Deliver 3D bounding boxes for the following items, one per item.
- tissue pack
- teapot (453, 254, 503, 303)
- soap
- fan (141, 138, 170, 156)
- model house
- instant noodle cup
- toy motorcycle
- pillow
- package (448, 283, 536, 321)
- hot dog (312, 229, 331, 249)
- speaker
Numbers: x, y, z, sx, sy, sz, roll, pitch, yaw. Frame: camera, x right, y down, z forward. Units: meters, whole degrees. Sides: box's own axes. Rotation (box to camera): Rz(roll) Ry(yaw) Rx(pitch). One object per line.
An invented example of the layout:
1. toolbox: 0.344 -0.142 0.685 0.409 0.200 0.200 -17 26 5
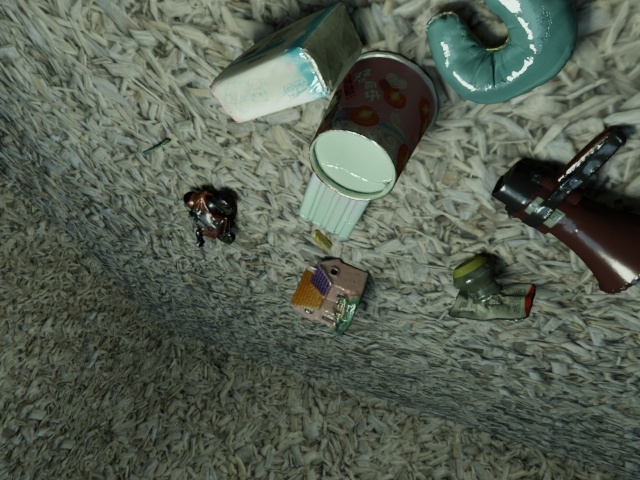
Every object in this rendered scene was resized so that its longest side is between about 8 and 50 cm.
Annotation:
1. tissue pack: -0.070 -0.358 0.935 0.271 0.201 0.124 -3 131 39
2. teapot: 0.454 0.113 1.321 0.119 0.130 0.166 57 180 3
3. soap: 0.053 -0.136 1.273 0.172 0.095 0.289 27 149 1
4. fan: -0.564 -0.312 1.533 0.193 0.038 0.016 -8 123 46
5. model house: 0.027 0.199 1.686 0.237 0.202 0.237 24 149 3
6. instant noodle cup: 0.103 -0.233 0.963 0.243 0.231 0.243 19 147 13
7. toy motorcycle: -0.413 -0.063 1.692 0.207 0.134 0.401 23 147 6
8. pillow: 0.313 -0.345 0.784 0.214 0.086 0.233 44 143 -18
9. package: 0.505 0.182 1.335 0.232 0.166 0.040 -4 120 35
10. hot dog: 0.000 0.000 1.575 0.034 0.030 0.090 -12 132 48
11. speaker: 0.553 -0.063 0.941 0.329 0.198 0.259 36 162 1
